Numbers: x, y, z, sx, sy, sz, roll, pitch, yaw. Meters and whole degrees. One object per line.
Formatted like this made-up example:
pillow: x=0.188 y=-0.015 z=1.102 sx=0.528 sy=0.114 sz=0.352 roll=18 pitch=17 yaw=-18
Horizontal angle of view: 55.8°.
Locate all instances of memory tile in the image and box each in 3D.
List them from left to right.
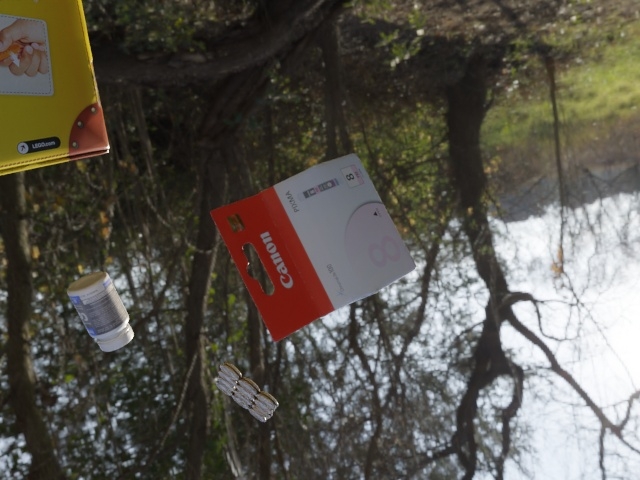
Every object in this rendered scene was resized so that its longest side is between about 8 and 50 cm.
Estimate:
memory tile: x=-0.123 y=0.252 z=0.995 sx=0.012 sy=0.113 sz=0.148 roll=-50 pitch=174 yaw=-29

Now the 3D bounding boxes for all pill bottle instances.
pill bottle: x=-0.407 y=0.134 z=1.128 sx=0.078 sy=0.137 sz=0.078 roll=-16 pitch=-158 yaw=7

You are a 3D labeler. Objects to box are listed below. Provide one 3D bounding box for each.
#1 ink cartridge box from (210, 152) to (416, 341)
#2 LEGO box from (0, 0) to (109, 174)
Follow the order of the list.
ink cartridge box: x=0.000 y=0.000 z=0.794 sx=0.232 sy=0.189 sz=0.066 roll=-24 pitch=175 yaw=-43
LEGO box: x=-0.479 y=-0.220 z=0.541 sx=0.193 sy=0.372 sz=0.500 roll=5 pitch=-161 yaw=32
